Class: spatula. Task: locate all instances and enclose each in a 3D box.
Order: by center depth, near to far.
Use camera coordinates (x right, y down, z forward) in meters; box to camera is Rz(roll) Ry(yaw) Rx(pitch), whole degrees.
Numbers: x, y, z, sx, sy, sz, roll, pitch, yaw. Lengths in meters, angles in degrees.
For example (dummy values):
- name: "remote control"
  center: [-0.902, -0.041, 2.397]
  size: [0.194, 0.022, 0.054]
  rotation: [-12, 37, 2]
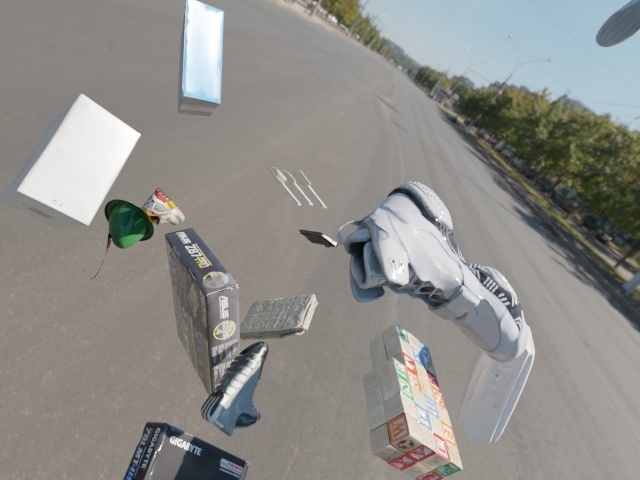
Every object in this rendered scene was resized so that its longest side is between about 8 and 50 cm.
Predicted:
- name: "spatula"
  center: [-0.085, -0.195, 1.646]
  size: [0.168, 0.019, 0.242]
  rotation: [7, -25, 32]

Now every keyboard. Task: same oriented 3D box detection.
- name: "keyboard"
  center: [0.000, 0.000, 1.499]
  size: [0.108, 0.023, 0.180]
  rotation: [32, -8, -25]

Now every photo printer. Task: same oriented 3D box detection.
- name: "photo printer"
  center: [0.439, 0.323, 1.101]
  size: [0.107, 0.256, 0.307]
  rotation: [22, 10, 20]

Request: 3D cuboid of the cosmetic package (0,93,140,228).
- name: "cosmetic package"
  center: [-0.525, -0.153, 0.921]
  size: [0.224, 0.225, 0.138]
  rotation: [0, -27, 47]

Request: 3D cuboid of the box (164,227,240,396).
- name: "box"
  center: [-0.333, 0.208, 1.243]
  size: [0.097, 0.395, 0.318]
  rotation: [-14, 35, -29]

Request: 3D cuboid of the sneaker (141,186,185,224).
- name: "sneaker"
  center: [-0.506, -0.094, 1.404]
  size: [0.088, 0.092, 0.225]
  rotation: [44, -11, 10]

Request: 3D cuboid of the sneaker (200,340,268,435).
- name: "sneaker"
  center: [-0.178, 0.368, 1.074]
  size: [0.132, 0.086, 0.229]
  rotation: [54, 53, -20]

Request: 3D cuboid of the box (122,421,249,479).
- name: "box"
  center: [-0.288, 0.563, 0.888]
  size: [0.295, 0.073, 0.293]
  rotation: [54, 39, -40]

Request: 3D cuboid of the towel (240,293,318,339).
- name: "towel"
  center: [-0.156, 0.280, 1.609]
  size: [0.187, 0.282, 0.049]
  rotation: [-64, 140, -53]

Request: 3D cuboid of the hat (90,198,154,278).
- name: "hat"
  center: [-0.664, 0.000, 1.436]
  size: [0.172, 0.209, 0.184]
  rotation: [6, 43, 11]

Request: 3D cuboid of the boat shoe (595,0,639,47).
- name: "boat shoe"
  center: [0.875, -0.625, 1.211]
  size: [0.083, 0.226, 0.076]
  rotation: [54, 33, 4]

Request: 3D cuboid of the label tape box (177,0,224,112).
- name: "label tape box"
  center: [-0.321, -0.481, 1.181]
  size: [0.105, 0.241, 0.333]
  rotation: [2, 6, -20]

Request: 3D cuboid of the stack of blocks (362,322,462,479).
- name: "stack of blocks"
  center: [0.177, 0.322, 0.928]
  size: [0.171, 0.087, 0.297]
  rotation: [40, 25, -25]

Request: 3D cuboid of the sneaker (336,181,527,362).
- name: "sneaker"
  center: [0.182, 0.081, 0.762]
  size: [0.210, 0.137, 0.366]
  rotation: [-27, 78, -31]
